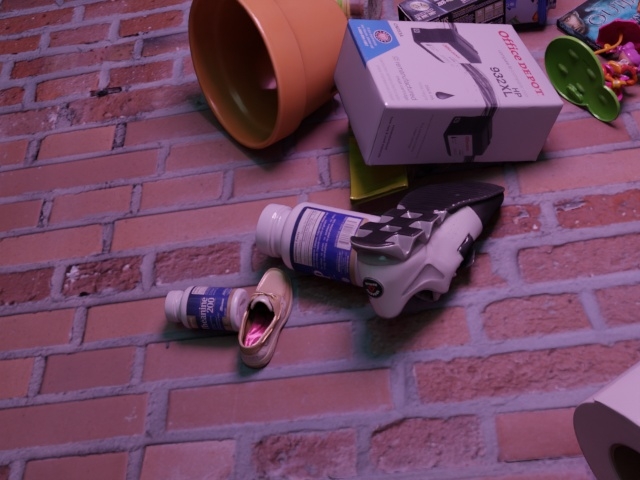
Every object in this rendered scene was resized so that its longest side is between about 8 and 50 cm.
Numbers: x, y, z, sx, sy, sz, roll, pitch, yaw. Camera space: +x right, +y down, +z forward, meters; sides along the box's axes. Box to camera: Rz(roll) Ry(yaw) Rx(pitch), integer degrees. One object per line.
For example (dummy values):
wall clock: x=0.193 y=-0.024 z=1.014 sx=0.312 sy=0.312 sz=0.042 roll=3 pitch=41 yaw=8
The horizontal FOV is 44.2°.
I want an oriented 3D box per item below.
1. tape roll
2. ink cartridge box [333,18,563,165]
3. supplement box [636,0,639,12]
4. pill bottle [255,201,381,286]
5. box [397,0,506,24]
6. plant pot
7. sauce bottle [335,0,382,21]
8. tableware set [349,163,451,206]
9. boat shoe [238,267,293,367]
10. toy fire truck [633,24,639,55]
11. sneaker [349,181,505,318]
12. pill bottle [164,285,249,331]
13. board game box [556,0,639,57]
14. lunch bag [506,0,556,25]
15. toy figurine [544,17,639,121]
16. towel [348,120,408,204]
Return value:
tape roll: x=0.427 y=0.235 z=0.868 sx=0.169 sy=0.246 sz=0.246 roll=-31 pitch=53 yaw=-12
ink cartridge box: x=0.202 y=-0.245 z=1.294 sx=0.307 sy=0.129 sz=0.223 roll=-3 pitch=50 yaw=-17
supplement box: x=0.639 y=-0.489 z=1.444 sx=0.080 sy=0.078 sz=0.233 roll=20 pitch=45 yaw=16
pill bottle: x=0.000 y=0.000 z=1.227 sx=0.186 sy=0.112 sz=0.112 roll=13 pitch=57 yaw=22
box: x=0.243 y=-0.389 z=1.449 sx=0.180 sy=0.147 sz=0.077 roll=-24 pitch=52 yaw=-6
plant pot: x=-0.077 y=-0.334 z=1.415 sx=0.203 sy=0.291 sz=0.291 roll=-27 pitch=50 yaw=-29
sauce bottle: x=-0.050 y=-0.498 z=1.623 sx=0.344 sy=0.111 sz=0.111 roll=8 pitch=55 yaw=19
tableware set: x=0.155 y=-0.155 z=1.357 sx=0.194 sy=0.039 sz=0.128 roll=-39 pitch=55 yaw=-17
boat shoe: x=-0.083 y=0.107 z=1.197 sx=0.063 sy=0.059 sz=0.170 roll=2 pitch=54 yaw=14
toy fire truck: x=0.665 y=-0.384 z=1.414 sx=0.135 sy=0.047 sz=0.192 roll=32 pitch=64 yaw=33
sneaker: x=0.169 y=0.008 z=1.194 sx=0.122 sy=0.146 sz=0.330 roll=12 pitch=30 yaw=43
pill bottle: x=-0.175 y=0.104 z=1.214 sx=0.120 sy=0.067 sz=0.067 roll=2 pitch=54 yaw=14
board game box: x=0.557 y=-0.424 z=1.483 sx=0.186 sy=0.026 sz=0.126 roll=-33 pitch=54 yaw=-13
lunch bag: x=0.387 y=-0.569 z=1.494 sx=0.115 sy=0.243 sz=0.303 roll=0 pitch=52 yaw=13
toy figurine: x=0.503 y=-0.310 z=1.356 sx=0.159 sy=0.130 sz=0.173 roll=-33 pitch=75 yaw=-17
towel: x=0.095 y=-0.158 z=1.350 sx=0.102 sy=0.021 sz=0.237 roll=-18 pitch=42 yaw=18
